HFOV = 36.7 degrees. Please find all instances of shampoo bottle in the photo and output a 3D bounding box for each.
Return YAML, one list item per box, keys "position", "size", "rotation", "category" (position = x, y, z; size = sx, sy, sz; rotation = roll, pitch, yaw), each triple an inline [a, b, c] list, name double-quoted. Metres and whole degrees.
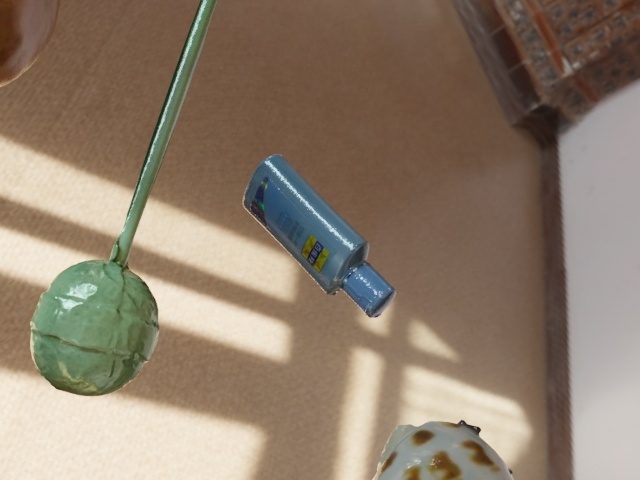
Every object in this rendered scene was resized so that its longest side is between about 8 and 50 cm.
- position: [0.000, 0.000, 1.316]
  size: [0.258, 0.104, 0.061]
  rotation: [45, 42, 20]
  category: "shampoo bottle"

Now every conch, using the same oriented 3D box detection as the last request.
- position: [0.120, 0.330, 0.988]
  size: [0.148, 0.182, 0.275]
  rotation: [-7, 79, -70]
  category: "conch"

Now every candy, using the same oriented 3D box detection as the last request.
- position: [-0.168, -0.063, 0.938]
  size: [0.119, 0.119, 0.440]
  rotation: [26, 77, -41]
  category: "candy"

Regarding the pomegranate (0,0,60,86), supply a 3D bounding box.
- position: [-0.463, -0.311, 1.071]
  size: [0.342, 0.342, 0.343]
  rotation: [33, 41, -35]
  category: "pomegranate"
